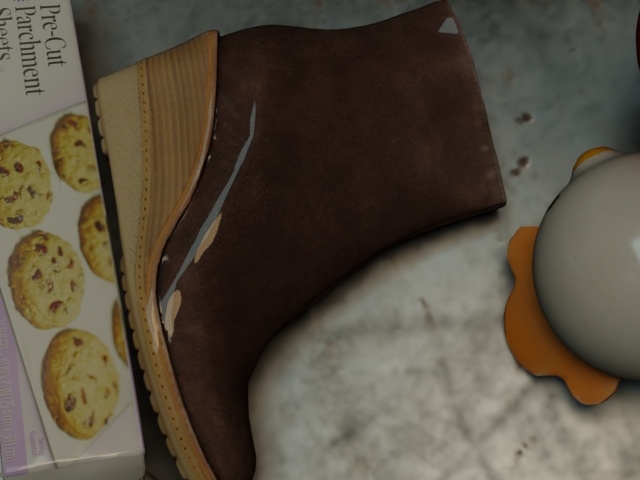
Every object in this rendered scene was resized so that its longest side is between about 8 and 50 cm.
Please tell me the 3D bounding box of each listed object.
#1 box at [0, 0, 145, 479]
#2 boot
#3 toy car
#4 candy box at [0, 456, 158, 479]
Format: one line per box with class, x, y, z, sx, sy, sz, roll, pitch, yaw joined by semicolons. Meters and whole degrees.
box;-0.144;-0.014;0.653;0.067;0.063;0.324;-6;55;-13
boot;0.000;0.000;0.664;0.207;0.090;0.248;-11;81;-5
toy car;0.175;-0.022;0.617;0.238;0.219;0.210;-33;68;26
candy box;-0.146;0.195;0.626;0.165;0.070;0.196;35;80;17
